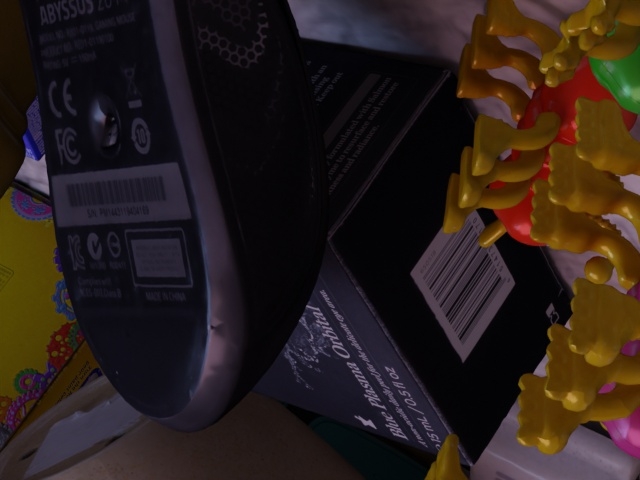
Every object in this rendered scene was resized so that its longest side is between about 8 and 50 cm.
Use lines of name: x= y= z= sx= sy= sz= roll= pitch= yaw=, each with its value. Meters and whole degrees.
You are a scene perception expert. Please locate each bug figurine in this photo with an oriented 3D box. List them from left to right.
bug figurine: x=0.081 y=0.010 z=0.546 sx=0.072 sy=0.279 sz=0.216 roll=14 pitch=142 yaw=-5

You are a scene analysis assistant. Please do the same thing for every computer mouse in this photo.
computer mouse: x=-0.046 y=-0.071 z=0.646 sx=0.188 sy=0.072 sz=0.272 roll=6 pitch=106 yaw=53

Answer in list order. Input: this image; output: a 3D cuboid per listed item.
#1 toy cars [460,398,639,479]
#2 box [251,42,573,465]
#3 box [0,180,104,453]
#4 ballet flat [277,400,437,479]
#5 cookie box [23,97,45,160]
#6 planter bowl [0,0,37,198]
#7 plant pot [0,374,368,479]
toy cars: x=0.158 y=0.144 z=0.855 sx=0.176 sy=0.087 sz=0.394 roll=41 pitch=156 yaw=-12
box: x=0.000 y=0.000 z=0.790 sx=0.158 sy=0.093 sz=0.156 roll=15 pitch=150 yaw=40
box: x=-0.243 y=0.084 z=1.166 sx=0.290 sy=0.177 sz=0.279 roll=25 pitch=156 yaw=22
ballet flat: x=-0.023 y=0.102 z=1.038 sx=0.232 sy=0.080 sz=0.073 roll=40 pitch=171 yaw=-6
cookie box: x=-0.174 y=-0.098 z=0.901 sx=0.092 sy=0.040 sz=0.107 roll=24 pitch=153 yaw=27
planter bowl: x=-0.162 y=-0.116 z=0.748 sx=0.217 sy=0.090 sz=0.217 roll=55 pitch=177 yaw=4
plant pot: x=-0.043 y=0.199 z=0.927 sx=0.256 sy=0.256 sz=0.274 roll=-7 pitch=117 yaw=57
